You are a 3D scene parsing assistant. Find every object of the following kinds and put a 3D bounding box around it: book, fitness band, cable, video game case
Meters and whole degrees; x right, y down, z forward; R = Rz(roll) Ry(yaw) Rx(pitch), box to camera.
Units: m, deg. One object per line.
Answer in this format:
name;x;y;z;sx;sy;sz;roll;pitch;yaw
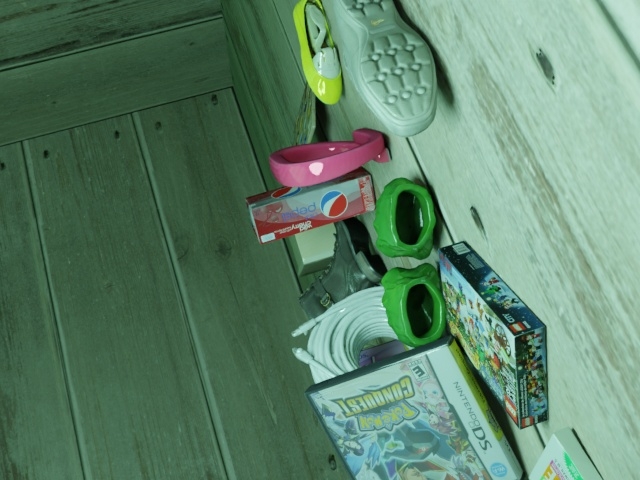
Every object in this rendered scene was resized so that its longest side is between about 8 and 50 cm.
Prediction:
book;0.315;0.308;0.930;0.144;0.035;0.096;86;161;-52
fitness band;0.012;-0.159;1.397;0.291;0.209;0.054;-136;32;-73
cable;0.107;0.199;1.305;0.257;0.257;0.089;45;160;38
video game case;0.142;0.304;1.169;0.248;0.274;0.035;62;-151;-5

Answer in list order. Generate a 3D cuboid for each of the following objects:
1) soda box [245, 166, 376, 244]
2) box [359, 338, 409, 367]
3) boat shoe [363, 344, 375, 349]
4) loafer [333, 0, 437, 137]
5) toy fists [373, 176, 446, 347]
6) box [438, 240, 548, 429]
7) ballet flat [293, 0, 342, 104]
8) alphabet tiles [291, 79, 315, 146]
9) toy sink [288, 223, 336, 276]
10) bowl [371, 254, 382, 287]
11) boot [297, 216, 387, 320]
soda box;-0.020;-0.078;1.571;0.092;0.263;0.083;-125;20;-67
box;0.124;0.319;1.559;0.243;0.213;0.117;88;163;-58
boat shoe;0.159;0.391;1.874;0.302;0.113;0.103;67;176;-35
loafer;0.093;-0.254;1.062;0.111;0.112;0.319;76;-179;-51
toy fists;0.146;0.036;1.217;0.142;0.096;0.279;-179;81;-77
box;0.236;0.124;1.029;0.233;0.044;0.159;-120;16;-59
ballet flat;-0.002;-0.398;1.527;0.077;0.077;0.231;-32;72;64
alphabet tiles;-0.050;-0.235;1.879;0.342;0.011;0.285;110;164;-53
toy sink;0.000;0.000;1.987;0.234;0.152;0.131;111;142;-78
bowl;0.109;0.127;1.754;0.170;0.080;0.170;163;90;-82
boot;0.024;0.072;1.718;0.091;0.229;0.263;20;-147;-42
